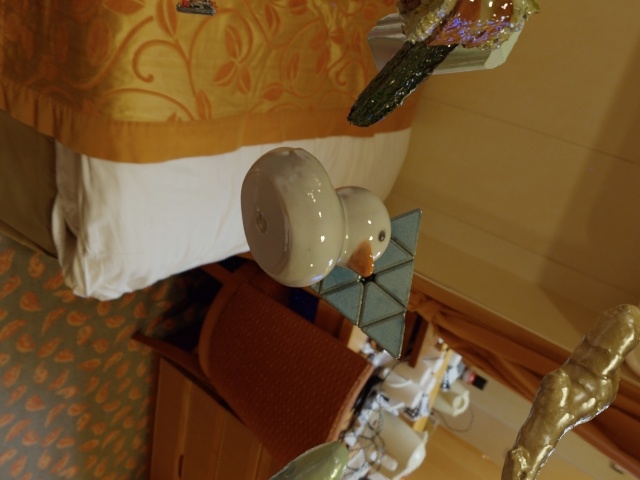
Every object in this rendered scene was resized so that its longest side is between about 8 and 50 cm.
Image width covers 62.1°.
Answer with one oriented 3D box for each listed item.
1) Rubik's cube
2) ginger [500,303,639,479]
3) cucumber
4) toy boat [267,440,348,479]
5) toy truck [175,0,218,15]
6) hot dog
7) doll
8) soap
[{"bbox_3d":[0.104,0.079,1.157,0.228,0.228,0.233,-47,127,-32],"label":"Rubik's cube"},{"bbox_3d":[0.354,0.231,0.758,0.333,0.081,0.148,-40,140,-19],"label":"ginger"},{"bbox_3d":[0.143,-0.284,0.920,0.077,0.077,0.265,-15,155,-53],"label":"cucumber"},{"bbox_3d":[-0.037,0.377,0.529,0.330,0.215,0.123,-49,160,1],"label":"toy boat"},{"bbox_3d":[-0.250,-0.472,1.072,0.024,0.083,0.032,57,46,-79],"label":"toy truck"},{"bbox_3d":[0.207,-0.337,0.751,0.213,0.146,0.103,-4,79,-30],"label":"hot dog"},{"bbox_3d":[-0.001,-0.039,0.838,0.221,0.251,0.221,-26,149,-17],"label":"doll"},{"bbox_3d":[0.297,-0.511,1.321,0.208,0.346,0.115,-57,136,-29],"label":"soap"}]
